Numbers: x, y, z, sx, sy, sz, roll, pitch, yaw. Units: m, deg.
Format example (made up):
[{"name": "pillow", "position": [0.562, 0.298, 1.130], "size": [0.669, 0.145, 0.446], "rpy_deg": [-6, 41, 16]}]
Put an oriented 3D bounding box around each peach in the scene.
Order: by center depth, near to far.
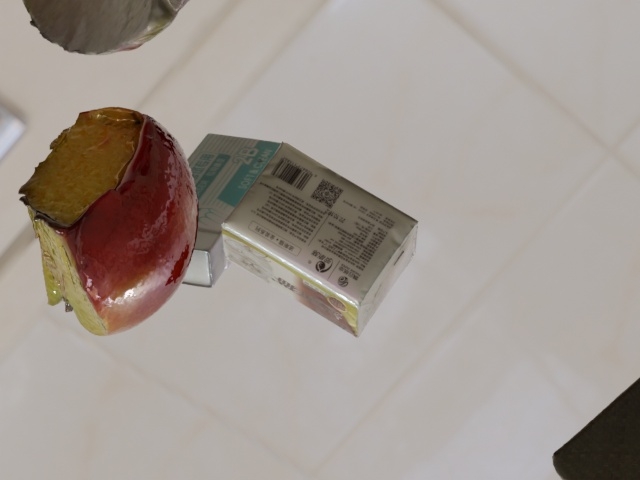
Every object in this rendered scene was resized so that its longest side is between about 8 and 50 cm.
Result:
[{"name": "peach", "position": [-0.137, -0.012, 1.292], "size": [0.151, 0.118, 0.151], "rpy_deg": [160, 90, -77]}]

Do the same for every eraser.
[{"name": "eraser", "position": [-0.113, -0.035, 1.999], "size": [0.095, 0.052, 0.225], "rpy_deg": [9, -145, 17]}]

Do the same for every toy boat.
[{"name": "toy boat", "position": [-0.177, -0.285, 1.844], "size": [0.111, 0.293, 0.276], "rpy_deg": [19, -148, -36]}]

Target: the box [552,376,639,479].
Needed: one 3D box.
[{"name": "box", "position": [0.380, 0.257, 1.819], "size": [0.273, 0.184, 0.143], "rpy_deg": [48, 180, 30]}]

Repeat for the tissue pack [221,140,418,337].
[{"name": "tissue pack", "position": [0.000, 0.001, 1.752], "size": [0.148, 0.106, 0.099], "rpy_deg": [31, 161, 12]}]
